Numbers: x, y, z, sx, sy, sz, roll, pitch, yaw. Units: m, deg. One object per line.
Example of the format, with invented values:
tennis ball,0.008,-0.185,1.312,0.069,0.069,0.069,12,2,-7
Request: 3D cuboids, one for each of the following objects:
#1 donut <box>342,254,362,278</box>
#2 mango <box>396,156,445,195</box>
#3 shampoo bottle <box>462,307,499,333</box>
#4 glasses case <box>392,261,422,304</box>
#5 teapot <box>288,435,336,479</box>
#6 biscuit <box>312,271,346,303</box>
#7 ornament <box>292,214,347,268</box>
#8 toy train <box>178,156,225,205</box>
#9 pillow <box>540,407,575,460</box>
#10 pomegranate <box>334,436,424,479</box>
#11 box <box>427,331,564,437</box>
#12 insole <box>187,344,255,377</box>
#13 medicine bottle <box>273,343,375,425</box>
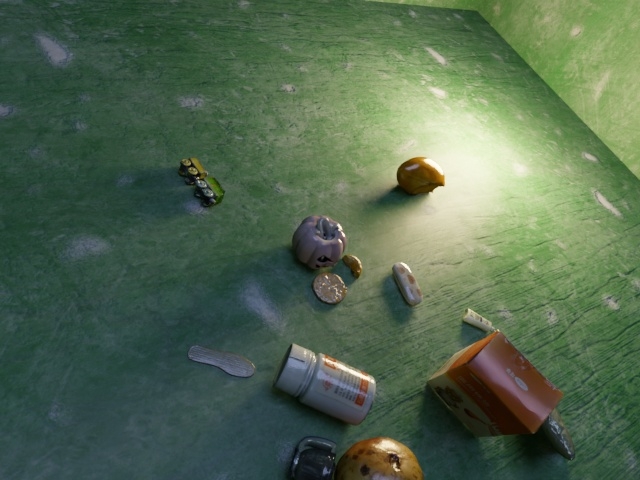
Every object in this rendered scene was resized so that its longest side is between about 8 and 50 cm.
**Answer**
donut,0.111,0.086,1.620,0.067,0.038,0.083,15,48,-17
mango,0.403,-0.267,1.958,0.252,0.154,0.126,2,46,-39
shampoo bottle,0.565,0.292,1.671,0.141,0.034,0.049,30,41,-1
glasses case,0.301,0.148,1.655,0.063,0.041,0.164,-4,57,-27
teapot,-0.018,0.543,1.167,0.108,0.111,0.149,18,54,8
biscuit,0.029,0.153,1.546,0.120,0.015,0.120,12,51,-15
ornament,0.000,0.000,1.553,0.178,0.177,0.177,12,51,-16
toy train,-0.398,-0.199,1.596,0.081,0.060,0.202,-21,65,-43
pillow,0.669,0.504,1.438,0.274,0.076,0.280,36,25,-61
pomegranate,0.137,0.588,1.147,0.215,0.215,0.215,12,51,-16
box,0.464,0.406,1.318,0.143,0.341,0.225,-39,75,-19
insole,-0.265,0.324,1.289,0.189,0.004,0.064,20,48,-10
medicine bottle,0.010,0.383,1.278,0.252,0.144,0.144,23,49,-6
